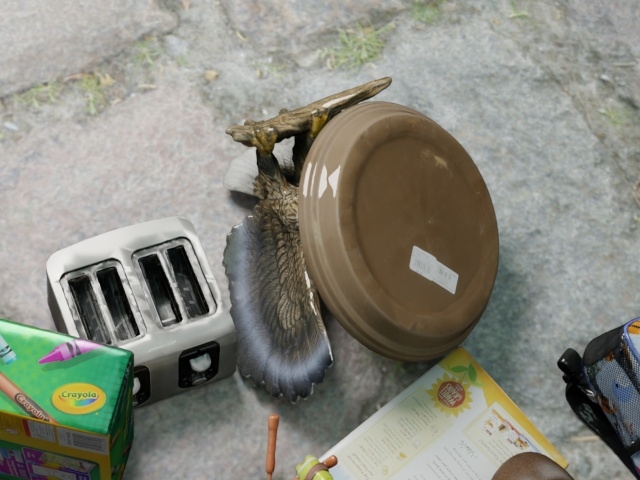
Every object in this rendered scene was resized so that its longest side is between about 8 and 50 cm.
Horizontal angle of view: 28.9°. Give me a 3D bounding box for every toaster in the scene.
[{"bbox_3d":[-0.188,0.073,1.294,0.168,0.110,0.185,-17,68,-17],"label":"toaster"}]

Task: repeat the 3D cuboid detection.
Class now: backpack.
[{"bbox_3d":[0.438,0.178,1.297,0.277,0.213,0.263,-19,79,-20],"label":"backpack"}]

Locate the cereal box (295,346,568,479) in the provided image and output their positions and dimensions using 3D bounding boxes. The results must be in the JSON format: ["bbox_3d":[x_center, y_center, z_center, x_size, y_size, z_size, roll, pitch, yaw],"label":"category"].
[{"bbox_3d":[0.114,0.246,1.291,0.240,0.047,0.173,-35,74,-20],"label":"cereal box"}]

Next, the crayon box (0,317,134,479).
[{"bbox_3d":[-0.262,0.163,1.144,0.165,0.278,0.081,14,64,-2],"label":"crayon box"}]

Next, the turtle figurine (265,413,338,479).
[{"bbox_3d":[0.038,0.290,1.186,0.217,0.087,0.269,-2,68,-6],"label":"turtle figurine"}]

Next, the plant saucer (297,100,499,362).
[{"bbox_3d":[0.094,-0.014,1.281,0.278,0.041,0.277,12,71,-40],"label":"plant saucer"}]

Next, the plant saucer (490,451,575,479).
[{"bbox_3d":[0.224,0.307,1.220,0.199,0.036,0.198,13,72,-44],"label":"plant saucer"}]

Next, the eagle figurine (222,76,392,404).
[{"bbox_3d":[-0.002,0.002,1.341,0.226,0.225,0.298,-14,99,27],"label":"eagle figurine"}]
